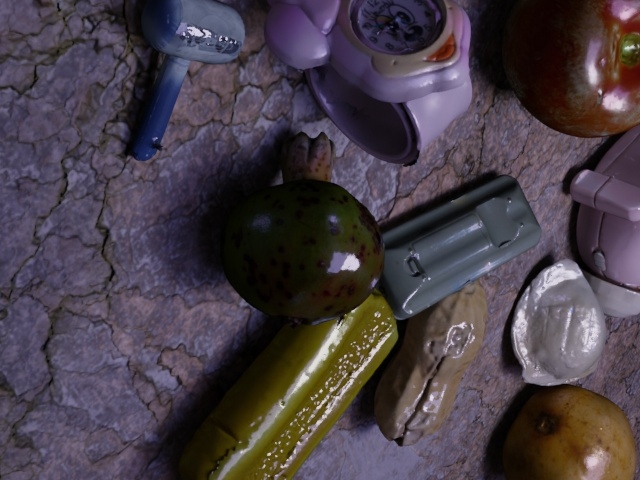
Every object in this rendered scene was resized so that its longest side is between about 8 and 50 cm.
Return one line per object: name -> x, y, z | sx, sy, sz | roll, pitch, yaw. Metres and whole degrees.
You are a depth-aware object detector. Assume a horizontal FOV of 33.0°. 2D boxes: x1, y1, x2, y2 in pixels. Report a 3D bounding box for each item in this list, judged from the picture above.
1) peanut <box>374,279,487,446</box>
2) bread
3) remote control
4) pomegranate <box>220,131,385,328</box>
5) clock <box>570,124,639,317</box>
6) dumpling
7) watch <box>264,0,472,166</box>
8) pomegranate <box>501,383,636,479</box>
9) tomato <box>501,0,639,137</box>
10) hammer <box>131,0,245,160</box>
peanut -> 0.172, 0.185, 1.674 | 0.130, 0.130, 0.290 | 13, 103, -50
bread -> -0.048, 0.208, 1.455 | 0.383, 0.112, 0.166 | -51, 136, -15
remote control -> 0.206, 0.002, 1.618 | 0.335, 0.065, 0.128 | -26, 87, -37
pomegranate -> -0.020, -0.015, 1.312 | 0.202, 0.202, 0.248 | 26, 64, -51
clock -> 0.605, -0.050, 1.995 | 0.342, 0.184, 0.326 | -38, 139, -21
dumpling -> 0.422, 0.162, 1.950 | 0.179, 0.131, 0.252 | -18, 117, -12
watch -> 0.054, -0.210, 1.294 | 0.211, 0.248, 0.217 | -45, 164, -23
pomegranate -> 0.472, 0.406, 2.043 | 0.260, 0.260, 0.260 | -25, 128, -37
tomato -> 0.384, -0.286, 1.573 | 0.270, 0.222, 0.270 | -7, 107, -26
hammer -> -0.159, -0.172, 1.166 | 0.116, 0.069, 0.194 | 3, 116, -49
